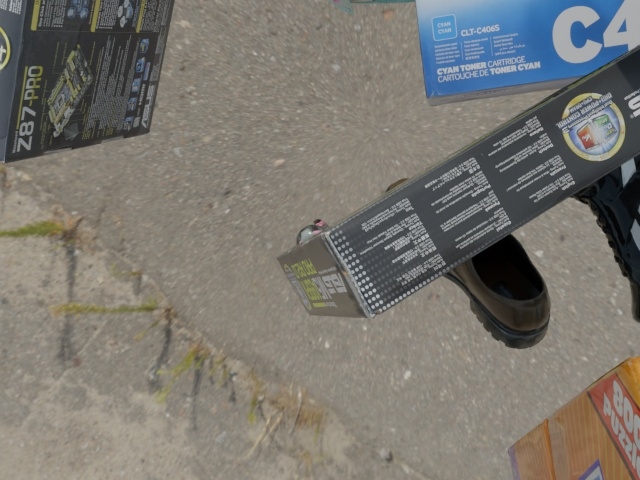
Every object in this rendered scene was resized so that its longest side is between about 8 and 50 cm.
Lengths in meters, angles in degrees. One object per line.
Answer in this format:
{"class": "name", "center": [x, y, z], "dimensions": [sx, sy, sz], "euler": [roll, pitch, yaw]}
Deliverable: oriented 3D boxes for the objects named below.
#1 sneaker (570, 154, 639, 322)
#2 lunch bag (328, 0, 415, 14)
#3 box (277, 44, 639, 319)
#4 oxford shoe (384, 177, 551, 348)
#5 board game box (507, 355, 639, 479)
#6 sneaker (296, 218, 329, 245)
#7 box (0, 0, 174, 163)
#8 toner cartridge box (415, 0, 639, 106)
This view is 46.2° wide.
{"class": "sneaker", "center": [0.278, -0.026, 0.732], "dimensions": [0.121, 0.079, 0.217], "euler": [2, 100, 22]}
{"class": "lunch bag", "center": [0.064, -0.485, 1.266], "dimensions": [0.262, 0.223, 0.160], "euler": [-1, 91, 11]}
{"class": "box", "center": [0.107, -0.036, 0.549], "dimensions": [0.270, 0.216, 0.060], "euler": [-31, 92, -12]}
{"class": "oxford shoe", "center": [0.147, -0.002, 0.754], "dimensions": [0.082, 0.096, 0.227], "euler": [-35, 57, -18]}
{"class": "board game box", "center": [0.324, 0.250, 0.378], "dimensions": [0.356, 0.356, 0.356], "euler": [-6, 69, 3]}
{"class": "sneaker", "center": [0.000, 0.000, 0.799], "dimensions": [0.047, 0.119, 0.057], "euler": [-30, 67, 10]}
{"class": "box", "center": [-0.295, -0.313, 0.945], "dimensions": [0.097, 0.318, 0.395], "euler": [21, 111, 12]}
{"class": "toner cartridge box", "center": [0.268, -0.237, 0.725], "dimensions": [0.347, 0.075, 0.165], "euler": [-7, 92, 12]}
